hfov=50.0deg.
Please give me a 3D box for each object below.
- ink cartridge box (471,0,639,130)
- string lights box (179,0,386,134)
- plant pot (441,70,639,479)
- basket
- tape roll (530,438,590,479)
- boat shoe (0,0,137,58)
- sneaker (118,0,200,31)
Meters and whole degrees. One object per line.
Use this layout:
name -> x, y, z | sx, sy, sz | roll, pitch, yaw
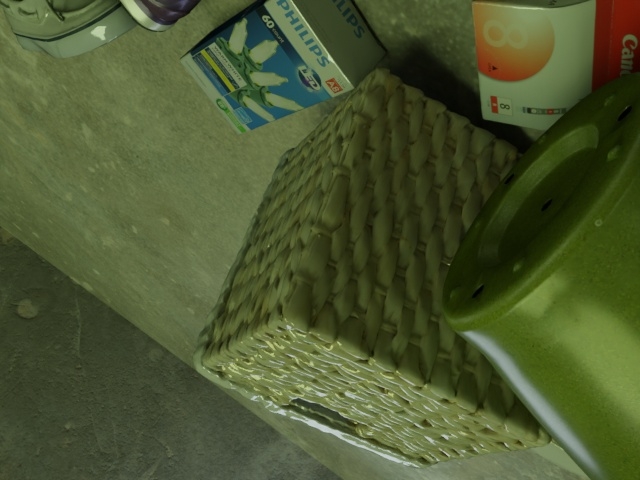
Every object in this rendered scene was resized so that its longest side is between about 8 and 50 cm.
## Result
ink cartridge box -> 0.235, -0.162, 0.646 | 0.179, 0.045, 0.145 | 22, 150, 33
string lights box -> -0.056, -0.229, 0.855 | 0.133, 0.076, 0.260 | 51, 150, -21
plant pot -> 0.300, 0.066, 0.533 | 0.353, 0.366, 0.366 | 35, 153, -4
basket -> 0.083, 0.049, 0.782 | 0.329, 0.331, 0.266 | 27, 153, -13
tape roll -> 0.356, 0.179, 0.890 | 0.246, 0.169, 0.246 | 28, 151, 17
boat shoe -> -0.390, -0.371, 1.005 | 0.367, 0.136, 0.156 | 22, 147, 47
sneaker -> -0.242, -0.400, 0.823 | 0.124, 0.107, 0.283 | -20, 123, 42
